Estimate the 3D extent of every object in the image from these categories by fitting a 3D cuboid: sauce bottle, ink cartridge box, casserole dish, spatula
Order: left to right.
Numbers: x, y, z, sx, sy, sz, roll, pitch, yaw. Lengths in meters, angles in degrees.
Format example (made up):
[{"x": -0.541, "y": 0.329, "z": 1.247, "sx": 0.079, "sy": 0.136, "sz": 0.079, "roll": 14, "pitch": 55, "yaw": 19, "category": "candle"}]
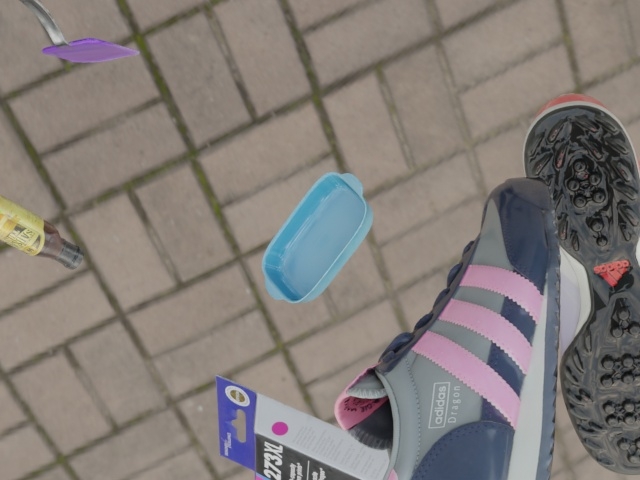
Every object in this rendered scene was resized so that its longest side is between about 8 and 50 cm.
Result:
[{"x": -0.300, "y": -0.008, "z": 1.265, "sx": 0.128, "sy": 0.042, "sz": 0.042, "roll": 32, "pitch": 105, "yaw": -36, "category": "sauce bottle"}, {"x": -0.311, "y": -0.248, "z": 1.323, "sx": 0.084, "sy": 0.030, "sz": 0.296, "roll": -7, "pitch": 159, "yaw": 27, "category": "spatula"}, {"x": 0.000, "y": 0.000, "z": 1.572, "sx": 0.037, "sy": 0.114, "sz": 0.188, "roll": 25, "pitch": 106, "yaw": -45, "category": "casserole dish"}, {"x": 0.020, "y": 0.304, "z": 1.506, "sx": 0.069, "sy": 0.371, "sz": 0.176, "roll": -51, "pitch": 155, "yaw": -38, "category": "ink cartridge box"}]

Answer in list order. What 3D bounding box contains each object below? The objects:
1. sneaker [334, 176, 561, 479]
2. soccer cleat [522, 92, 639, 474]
[{"x": 0.079, "y": 0.072, "z": 0.754, "sx": 0.131, "sy": 0.319, "sz": 0.112, "roll": 5, "pitch": 133, "yaw": 9, "category": "sneaker"}, {"x": 0.236, "y": 0.034, "z": 1.003, "sx": 0.108, "sy": 0.116, "sz": 0.318, "roll": -12, "pitch": 103, "yaw": 16, "category": "soccer cleat"}]
